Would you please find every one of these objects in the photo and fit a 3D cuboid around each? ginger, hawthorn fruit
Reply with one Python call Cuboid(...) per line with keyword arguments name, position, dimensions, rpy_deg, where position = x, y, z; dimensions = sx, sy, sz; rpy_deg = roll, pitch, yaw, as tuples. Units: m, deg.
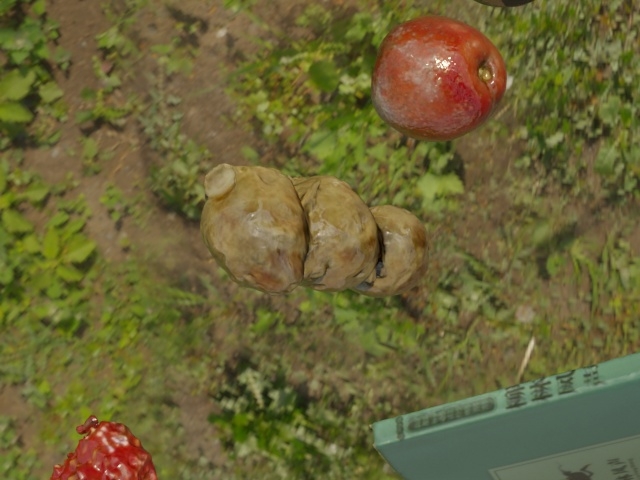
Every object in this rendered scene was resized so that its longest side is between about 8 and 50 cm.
Cuboid(name="ginger", position=(0.000, 0.000, 0.861), dimensions=(0.080, 0.204, 0.104), rpy_deg=(-43, 59, 30))
Cuboid(name="hawthorn fruit", position=(0.152, -0.207, 1.516), dimensions=(0.172, 0.173, 0.173), rpy_deg=(6, 117, 12))

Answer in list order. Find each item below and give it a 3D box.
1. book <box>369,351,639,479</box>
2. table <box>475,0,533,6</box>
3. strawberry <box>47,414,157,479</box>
Cuboid(name="book", position=(0.259, 0.168, 0.940), dimensions=(0.379, 0.031, 0.264), rpy_deg=(-16, 139, 16))
Cuboid(name="table", position=(0.186, -0.203, 0.609), dimensions=(0.226, 0.167, 0.167), rpy_deg=(12, 123, 45))
Cuboid(name="strawberry", position=(-0.144, 0.251, 0.809), dimensions=(0.174, 0.098, 0.228), rpy_deg=(18, 99, 9))
